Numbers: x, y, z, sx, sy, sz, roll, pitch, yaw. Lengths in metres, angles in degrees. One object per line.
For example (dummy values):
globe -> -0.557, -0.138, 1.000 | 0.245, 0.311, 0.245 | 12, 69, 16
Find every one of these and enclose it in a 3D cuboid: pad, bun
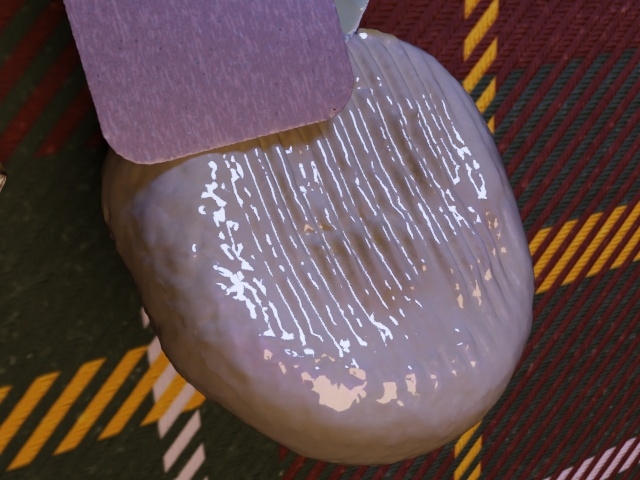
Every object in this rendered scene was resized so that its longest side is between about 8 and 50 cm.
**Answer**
pad -> -0.086, -0.193, 0.538 | 0.176, 0.002, 0.266 | -17, 95, -17
bun -> 0.000, 0.000, 0.666 | 0.361, 0.213, 0.361 | 9, 64, -18

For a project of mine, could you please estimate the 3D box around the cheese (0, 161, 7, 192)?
cheese -> -0.335, -0.096, 0.566 | 0.255, 0.050, 0.127 | 32, 92, -36

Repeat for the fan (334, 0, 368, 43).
fan -> -0.016, -0.241, 0.584 | 0.131, 0.009, 0.240 | -22, 103, -32
